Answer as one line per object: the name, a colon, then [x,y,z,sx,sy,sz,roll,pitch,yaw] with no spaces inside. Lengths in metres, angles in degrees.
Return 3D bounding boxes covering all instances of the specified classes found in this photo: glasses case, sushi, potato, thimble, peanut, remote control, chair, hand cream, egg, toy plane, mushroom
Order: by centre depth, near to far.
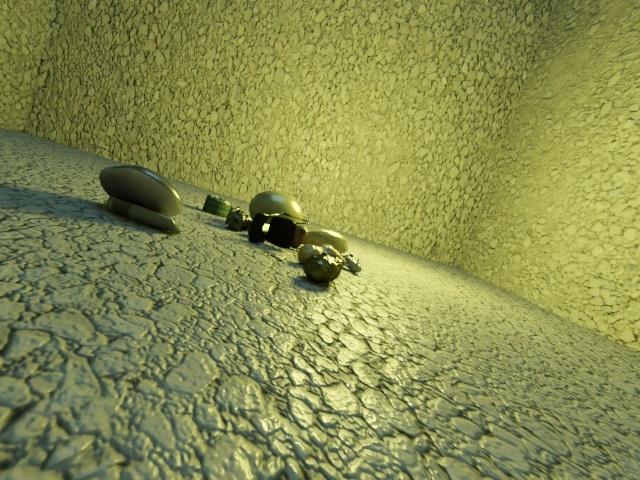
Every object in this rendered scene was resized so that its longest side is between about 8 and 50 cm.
hand cream: [-0.564,-0.079,1.331,0.256,0.048,0.079,18,-25,11]
potato: [0.014,0.086,1.352,0.118,0.090,0.225,20,7,16]
remote control: [-0.592,-0.159,1.375,0.332,0.103,0.221,7,-31,36]
peanut: [0.002,0.064,1.573,0.214,0.099,0.100,7,11,-34]
chair: [-0.171,-0.037,1.710,0.145,0.140,0.221,20,8,25]
toy plane: [0.118,0.091,1.769,0.162,0.065,0.171,-1,11,-36]
sushi: [-0.357,-0.091,1.821,0.094,0.097,0.084,25,10,17]
glasses case: [-0.238,-0.041,1.844,0.078,0.039,0.184,-16,-10,27]
mushroom: [0.000,0.000,1.939,0.350,0.128,0.128,10,10,-43]
egg: [-0.217,-0.132,2.042,0.270,0.218,0.219,20,5,-11]
thimble: [-0.530,-0.178,2.152,0.135,0.090,0.118,18,8,-25]

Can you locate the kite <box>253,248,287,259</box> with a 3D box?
kite: [-0.178,0.051,1.505,0.157,0.011,0.139,14,4,-45]
